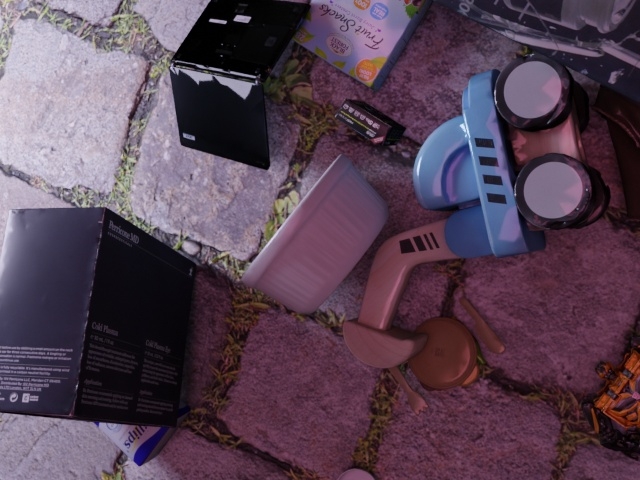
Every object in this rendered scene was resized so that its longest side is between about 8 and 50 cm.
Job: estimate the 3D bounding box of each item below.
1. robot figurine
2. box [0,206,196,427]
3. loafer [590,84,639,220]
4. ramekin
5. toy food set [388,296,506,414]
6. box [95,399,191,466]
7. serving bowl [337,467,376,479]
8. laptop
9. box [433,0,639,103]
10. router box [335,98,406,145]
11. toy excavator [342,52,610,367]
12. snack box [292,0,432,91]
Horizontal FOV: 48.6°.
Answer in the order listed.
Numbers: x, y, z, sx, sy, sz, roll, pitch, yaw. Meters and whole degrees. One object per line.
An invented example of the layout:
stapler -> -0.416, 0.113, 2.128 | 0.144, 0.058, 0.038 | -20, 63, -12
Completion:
robot figurine -> 0.564, 0.282, 1.106 | 0.291, 0.085, 0.211 | 33, 100, 12
box -> -0.372, 0.144, 1.194 | 0.178, 0.343, 0.313 | 0, 73, 15
loafer -> 0.516, -0.077, 1.068 | 0.130, 0.134, 0.366 | -37, 89, 19
ramekin -> 0.000, 0.000, 1.168 | 0.127, 0.273, 0.273 | 38, 102, -1
toy food set -> 0.213, 0.198, 1.226 | 0.192, 0.038, 0.132 | -39, 66, 12
box -> -0.347, 0.339, 1.375 | 0.137, 0.072, 0.126 | 39, 102, 11
serving bowl -> 0.069, 0.451, 1.284 | 0.083, 0.027, 0.084 | 1, 93, 15
laptop -> -0.143, -0.293, 1.281 | 0.234, 0.136, 0.265 | 19, 72, 33
box -> 0.344, -0.511, 0.921 | 0.471, 0.297, 0.480 | 28, 119, 6
router box -> 0.087, -0.199, 1.201 | 0.092, 0.122, 0.038 | 35, 107, 12
toy excavator -> 0.224, -0.033, 1.144 | 0.444, 0.222, 0.433 | -12, 86, 28
snack box -> 0.077, -0.391, 1.222 | 0.174, 0.070, 0.207 | 34, 103, 12
